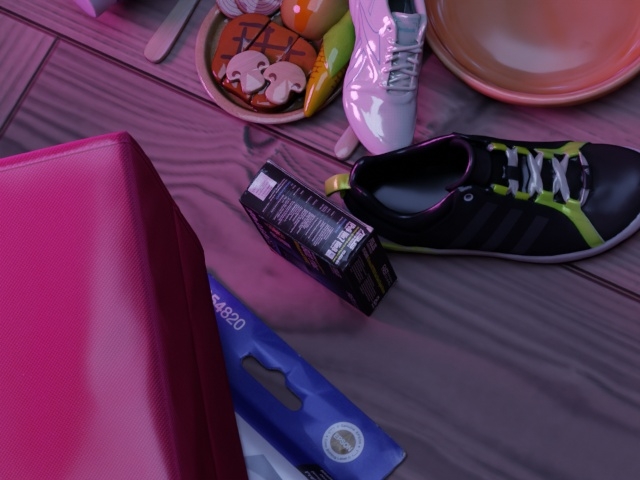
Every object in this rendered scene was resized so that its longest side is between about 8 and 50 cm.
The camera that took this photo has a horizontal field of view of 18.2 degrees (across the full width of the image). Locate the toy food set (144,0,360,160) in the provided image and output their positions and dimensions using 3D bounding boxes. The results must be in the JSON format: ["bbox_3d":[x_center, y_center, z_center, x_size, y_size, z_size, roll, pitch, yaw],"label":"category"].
[{"bbox_3d":[-0.033,-0.151,1.493,0.192,0.038,0.132,27,75,16],"label":"toy food set"}]

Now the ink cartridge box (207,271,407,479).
[{"bbox_3d":[-0.094,0.153,1.385,0.223,0.045,0.224,40,79,19],"label":"ink cartridge box"}]

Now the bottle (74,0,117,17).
[{"bbox_3d":[-0.087,-0.284,1.518,0.283,0.092,0.118,-42,62,-9],"label":"bottle"}]

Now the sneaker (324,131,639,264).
[{"bbox_3d":[0.122,-0.032,1.397,0.234,0.097,0.084,-6,69,5],"label":"sneaker"}]

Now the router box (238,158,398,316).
[{"bbox_3d":[0.000,0.000,1.389,0.092,0.122,0.038,33,82,18],"label":"router box"}]

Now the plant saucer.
[{"bbox_3d":[0.168,-0.186,1.481,0.200,0.037,0.200,-2,70,6],"label":"plant saucer"}]

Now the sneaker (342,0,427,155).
[{"bbox_3d":[0.050,-0.134,1.442,0.053,0.061,0.152,3,78,-25],"label":"sneaker"}]

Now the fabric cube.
[{"bbox_3d":[-0.190,0.117,1.250,0.254,0.259,0.258,-14,71,4],"label":"fabric cube"}]
